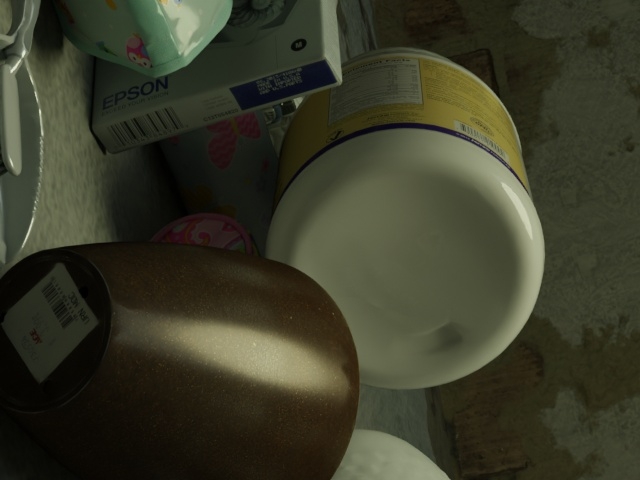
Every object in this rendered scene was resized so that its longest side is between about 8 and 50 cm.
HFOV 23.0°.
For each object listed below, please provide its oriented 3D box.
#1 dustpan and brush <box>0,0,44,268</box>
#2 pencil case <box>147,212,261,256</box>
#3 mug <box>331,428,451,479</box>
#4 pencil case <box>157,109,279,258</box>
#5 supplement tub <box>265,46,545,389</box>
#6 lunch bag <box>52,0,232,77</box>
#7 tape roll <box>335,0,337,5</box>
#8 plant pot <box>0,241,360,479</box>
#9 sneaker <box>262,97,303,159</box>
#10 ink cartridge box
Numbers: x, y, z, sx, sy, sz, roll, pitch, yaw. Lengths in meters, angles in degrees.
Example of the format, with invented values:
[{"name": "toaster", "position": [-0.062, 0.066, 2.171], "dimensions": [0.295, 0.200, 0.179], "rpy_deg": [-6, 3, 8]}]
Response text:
[{"name": "dustpan and brush", "position": [-0.218, -0.106, 1.071], "dimensions": [0.147, 0.060, 0.211], "rpy_deg": [61, 19, -58]}, {"name": "pencil case", "position": [-0.073, 0.085, 1.481], "dimensions": [0.284, 0.124, 0.124], "rpy_deg": [61, 20, -57]}, {"name": "mug", "position": [0.026, 0.376, 1.398], "dimensions": [0.374, 0.276, 0.328], "rpy_deg": [110, -25, -45]}, {"name": "pencil case", "position": [-0.088, -0.068, 1.588], "dimensions": [0.124, 0.113, 0.273], "rpy_deg": [-56, 140, -41]}, {"name": "supplement tub", "position": [0.075, -0.036, 1.462], "dimensions": [0.331, 0.241, 0.241], "rpy_deg": [-86, 161, -67]}, {"name": "lunch bag", "position": [-0.168, -0.280, 1.289], "dimensions": [0.262, 0.160, 0.223], "rpy_deg": [-98, 171, -54]}, {"name": "tape roll", "position": [-0.092, -0.355, 1.757], "dimensions": [0.246, 0.169, 0.246], "rpy_deg": [-12, 90, -81]}, {"name": "plant pot", "position": [-0.119, 0.085, 1.072], "dimensions": [0.230, 0.215, 0.215], "rpy_deg": [31, 46, -57]}, {"name": "sneaker", "position": [-0.055, -0.163, 1.931], "dimensions": [0.297, 0.111, 0.129], "rpy_deg": [63, 12, -59]}, {"name": "ink cartridge box", "position": [-0.094, -0.198, 1.403], "dimensions": [0.045, 0.223, 0.224], "rpy_deg": [59, 21, -46]}]
